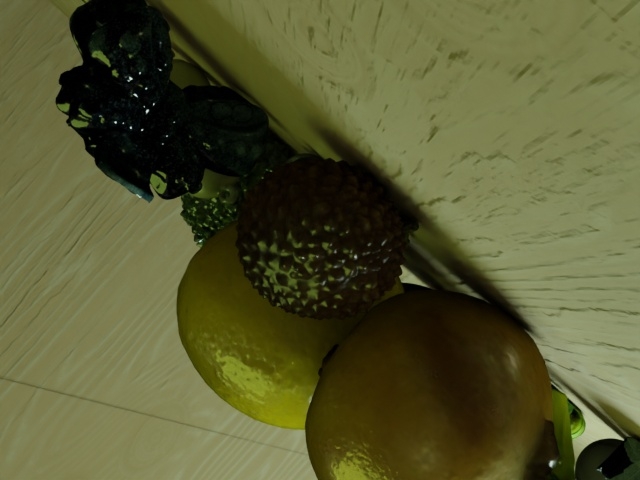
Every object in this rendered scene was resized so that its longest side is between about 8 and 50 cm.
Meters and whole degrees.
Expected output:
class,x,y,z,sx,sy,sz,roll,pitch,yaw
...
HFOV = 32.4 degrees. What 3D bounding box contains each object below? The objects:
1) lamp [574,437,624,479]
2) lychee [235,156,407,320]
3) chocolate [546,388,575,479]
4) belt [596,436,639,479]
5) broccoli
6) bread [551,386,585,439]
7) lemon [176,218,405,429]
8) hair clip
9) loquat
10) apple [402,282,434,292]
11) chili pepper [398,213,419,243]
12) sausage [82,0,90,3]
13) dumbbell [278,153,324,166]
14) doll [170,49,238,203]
class,x,y,z,sx,sy,sz,roll,pitch,yaw
lamp,0.425,0.341,1.613,0.105,0.105,0.105,41,178,2
lychee,0.000,0.000,1.250,0.200,0.200,0.238,41,160,10
chocolate,0.227,0.347,1.629,0.301,0.288,0.137,17,143,-22
belt,0.446,0.333,1.461,0.151,0.078,0.198,46,179,-3
broccoli,-0.100,-0.085,1.808,0.246,0.247,0.288,0,-169,-32
bread,0.370,0.277,1.810,0.139,0.071,0.130,40,173,25
lemon,-0.042,0.111,1.622,0.348,0.348,0.348,41,178,2
hair clip,-0.223,-0.171,1.465,0.310,0.206,0.194,42,-178,-39
loquat,0.155,0.231,1.369,0.359,0.328,0.328,34,176,18
apple,0.146,0.190,1.842,0.257,0.257,0.233,-148,41,-77
chili pepper,0.088,-0.013,1.358,0.049,0.043,0.208,54,179,6
sausage,-0.376,-0.401,1.908,0.223,0.029,0.029,42,178,-14
dumbbell,0.002,-0.059,1.432,0.081,0.081,0.254,43,177,-33
doll,-0.205,-0.169,1.681,0.296,0.141,0.117,57,-173,17
